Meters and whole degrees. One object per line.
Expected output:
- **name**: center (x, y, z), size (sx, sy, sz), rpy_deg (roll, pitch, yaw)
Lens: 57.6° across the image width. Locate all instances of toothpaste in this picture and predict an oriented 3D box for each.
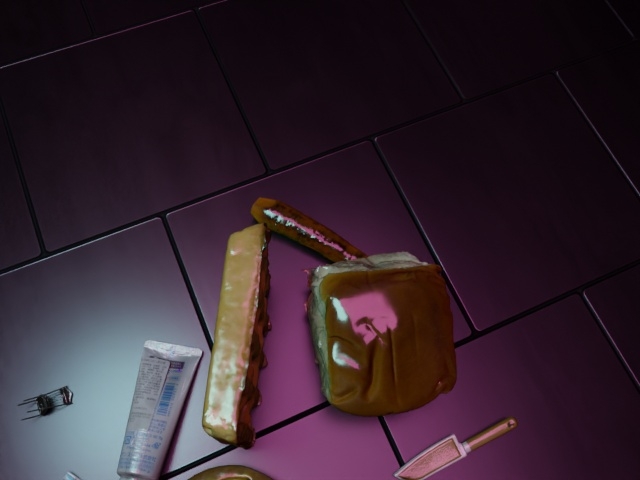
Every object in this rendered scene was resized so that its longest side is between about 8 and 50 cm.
- **toothpaste**: center (-0.307, 0.332, 1.065), size (0.113, 0.073, 0.300), rpy_deg (9, 61, 1)

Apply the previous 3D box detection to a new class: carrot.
- **carrot**: center (0.000, 0.000, 1.206), size (0.314, 0.066, 0.066), rpy_deg (29, 70, 7)

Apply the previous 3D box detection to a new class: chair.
- **chair**: center (-0.511, 0.303, 1.080), size (0.086, 0.042, 0.037), rpy_deg (-8, 66, -45)

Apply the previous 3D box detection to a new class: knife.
- **knife**: center (0.253, 0.388, 1.091), size (0.255, 0.022, 0.046), rpy_deg (-25, 80, -7)

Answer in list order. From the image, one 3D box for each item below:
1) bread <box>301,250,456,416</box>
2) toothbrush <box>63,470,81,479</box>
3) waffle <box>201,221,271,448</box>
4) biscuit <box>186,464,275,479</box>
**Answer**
- **bread**: center (0.109, 0.164, 1.062), size (0.249, 0.225, 0.279), rpy_deg (-6, 87, -12)
- **toothbrush**: center (-0.391, 0.464, 1.033), size (0.162, 0.014, 0.017), rpy_deg (34, 57, 9)
- **waffle**: center (-0.134, 0.176, 1.005), size (0.077, 0.304, 0.349), rpy_deg (5, 67, -1)
- **biscuit**: center (-0.128, 0.590, 0.967), size (0.394, 0.070, 0.351), rpy_deg (32, 70, 9)
